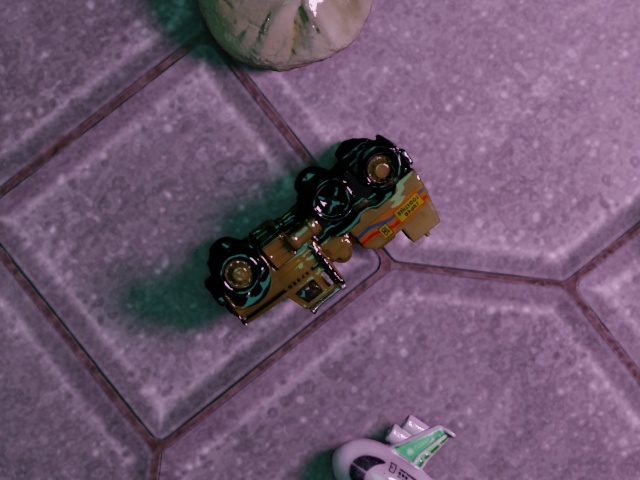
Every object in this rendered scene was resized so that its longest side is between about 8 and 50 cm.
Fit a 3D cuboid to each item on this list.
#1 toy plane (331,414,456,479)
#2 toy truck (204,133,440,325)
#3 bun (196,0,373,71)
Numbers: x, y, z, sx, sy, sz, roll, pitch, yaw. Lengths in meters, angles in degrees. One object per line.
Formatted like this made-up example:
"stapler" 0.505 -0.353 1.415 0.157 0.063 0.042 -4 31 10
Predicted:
"toy plane" 0.089 0.276 1.835 0.174 0.080 0.174 0 87 -2
"toy truck" -0.004 -0.002 1.822 0.257 0.127 0.127 -34 105 -4
"bun" -0.036 -0.278 1.832 0.195 0.118 0.195 0 87 -7
